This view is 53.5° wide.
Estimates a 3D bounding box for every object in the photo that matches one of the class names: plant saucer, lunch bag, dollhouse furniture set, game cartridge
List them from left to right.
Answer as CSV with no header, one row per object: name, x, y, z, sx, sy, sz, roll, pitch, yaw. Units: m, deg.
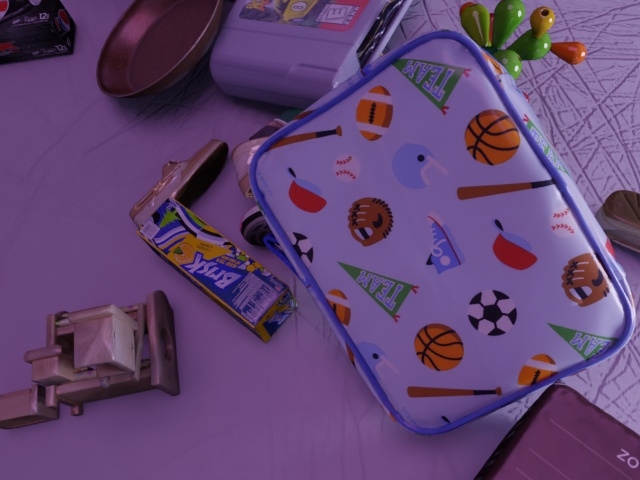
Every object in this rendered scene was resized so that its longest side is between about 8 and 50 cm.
dollhouse furniture set,-0.246,0.095,0.583,0.181,0.161,0.101,-12,65,2
plant saucer,-0.186,-0.245,0.762,0.198,0.036,0.199,-17,56,27
game cartridge,0.002,-0.282,0.746,0.196,0.060,0.294,15,64,31
lunch bag,0.088,-0.006,0.531,0.243,0.115,0.303,-32,88,22

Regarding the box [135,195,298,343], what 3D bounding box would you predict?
box,-0.105,0.028,0.646,0.169,0.059,0.054,36,75,21

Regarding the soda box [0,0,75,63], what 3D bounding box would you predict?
soda box,-0.411,-0.269,0.823,0.168,0.060,0.053,-7,65,6

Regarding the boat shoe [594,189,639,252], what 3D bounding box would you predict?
boat shoe,0.337,0.005,0.603,0.153,0.048,0.056,24,60,11

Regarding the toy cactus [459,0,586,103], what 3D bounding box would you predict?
toy cactus,0.168,-0.151,0.645,0.112,0.219,0.181,17,113,-9

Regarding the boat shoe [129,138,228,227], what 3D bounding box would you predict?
boat shoe,-0.157,-0.065,0.700,0.045,0.050,0.135,36,76,15

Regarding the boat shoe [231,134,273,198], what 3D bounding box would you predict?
boat shoe,-0.005,-0.081,0.637,0.170,0.063,0.059,-14,69,13

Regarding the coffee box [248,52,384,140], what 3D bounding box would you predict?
coffee box,0.025,-0.124,0.703,0.184,0.040,0.113,-37,66,-8

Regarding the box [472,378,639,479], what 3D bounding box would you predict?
box,0.169,0.241,0.452,0.168,0.167,0.203,36,76,21

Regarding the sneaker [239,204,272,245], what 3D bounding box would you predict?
sneaker,0.000,0.000,0.640,0.170,0.063,0.075,1,61,4
